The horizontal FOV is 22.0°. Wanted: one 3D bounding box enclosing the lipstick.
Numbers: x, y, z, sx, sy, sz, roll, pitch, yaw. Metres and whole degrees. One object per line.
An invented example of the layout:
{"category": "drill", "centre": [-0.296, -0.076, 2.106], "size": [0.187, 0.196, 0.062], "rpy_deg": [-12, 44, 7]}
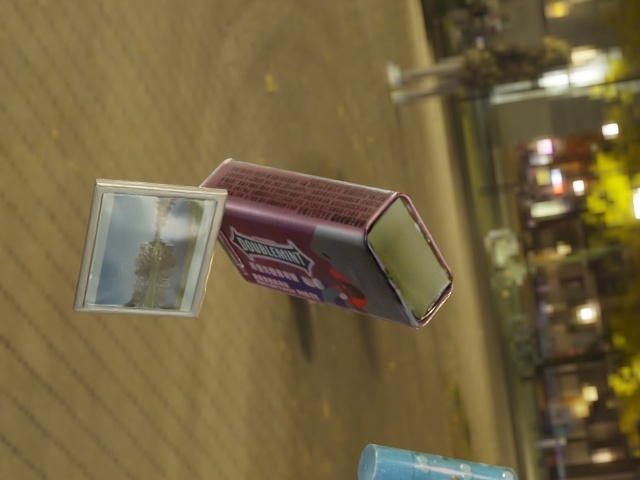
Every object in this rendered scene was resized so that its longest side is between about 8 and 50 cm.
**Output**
{"category": "lipstick", "centre": [0.118, 0.238, 1.641], "size": [0.048, 0.158, 0.048], "rpy_deg": [-168, -90, -72]}

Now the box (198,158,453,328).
{"category": "box", "centre": [0.000, 0.000, 1.400], "size": [0.069, 0.224, 0.120], "rpy_deg": [-48, 125, -23]}

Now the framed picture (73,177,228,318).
{"category": "framed picture", "centre": [-0.143, 0.009, 1.368], "size": [0.011, 0.109, 0.149], "rpy_deg": [-101, -160, -44]}
